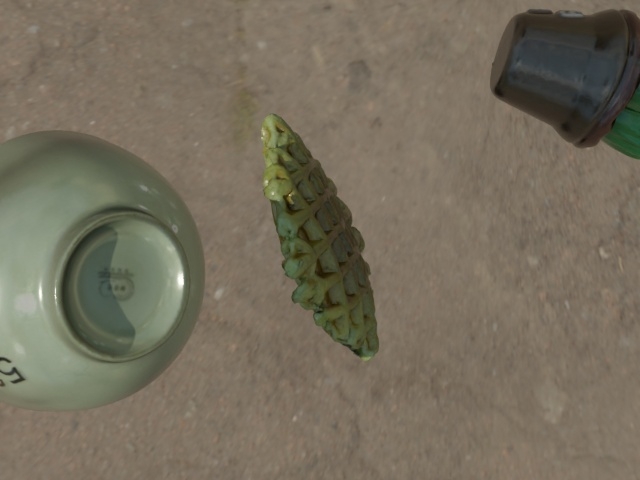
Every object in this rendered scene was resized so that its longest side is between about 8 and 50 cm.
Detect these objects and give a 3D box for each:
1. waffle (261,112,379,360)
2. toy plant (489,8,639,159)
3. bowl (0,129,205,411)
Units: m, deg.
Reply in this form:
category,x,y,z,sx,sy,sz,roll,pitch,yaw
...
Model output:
category,x,y,z,sx,sy,sz,roll,pitch,yaw
waffle,0.000,0.000,1.145,0.054,0.207,0.214,-24,143,14
toy plant,0.232,-0.116,0.883,0.200,0.143,0.105,13,79,-3
bowl,-0.274,0.046,1.409,0.185,0.354,0.353,8,111,53
